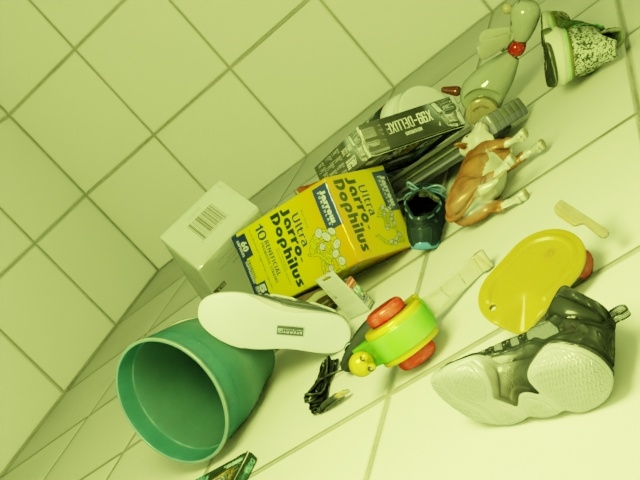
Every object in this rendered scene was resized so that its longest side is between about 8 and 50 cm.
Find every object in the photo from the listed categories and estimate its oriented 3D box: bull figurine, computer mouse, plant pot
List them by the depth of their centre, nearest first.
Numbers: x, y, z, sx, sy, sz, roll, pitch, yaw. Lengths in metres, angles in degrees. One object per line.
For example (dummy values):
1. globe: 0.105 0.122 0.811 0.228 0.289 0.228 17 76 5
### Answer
1. computer mouse: 0.065 0.203 1.699 0.262 0.060 0.184 -35 13 30
2. bull figurine: 0.341 -0.145 1.923 0.188 0.101 0.310 -26 27 39
3. plant pot: -0.231 0.274 1.956 0.272 0.271 0.255 -33 0 36

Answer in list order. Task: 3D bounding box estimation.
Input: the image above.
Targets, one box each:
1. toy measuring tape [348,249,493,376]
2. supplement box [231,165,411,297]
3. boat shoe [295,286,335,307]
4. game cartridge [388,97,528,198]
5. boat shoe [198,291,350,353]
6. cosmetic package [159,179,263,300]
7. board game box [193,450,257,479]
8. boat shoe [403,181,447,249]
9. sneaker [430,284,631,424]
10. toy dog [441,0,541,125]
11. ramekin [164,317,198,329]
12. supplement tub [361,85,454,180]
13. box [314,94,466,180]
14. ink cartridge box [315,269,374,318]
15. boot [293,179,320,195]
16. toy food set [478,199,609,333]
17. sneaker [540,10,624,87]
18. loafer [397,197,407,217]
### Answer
1. toy measuring tape: 0.179 0.114 1.563 0.330 0.121 0.121 -36 10 -20
2. supplement box: 0.000 0.000 2.129 0.195 0.194 0.356 -16 -10 -44
3. boat shoe: -0.036 0.170 2.053 0.095 0.095 0.257 -30 -6 42
4. game cartridge: 0.304 -0.203 2.231 0.355 0.068 0.230 -33 -5 35
5. boat shoe: -0.091 0.154 1.893 0.102 0.301 0.108 -108 25 -78
6. cosmetic package: -0.223 0.053 2.396 0.217 0.156 0.385 -46 -31 -13
7. board game box: -0.202 0.460 1.723 0.186 0.026 0.126 -34 14 33
8. boat shoe: 0.229 -0.073 2.024 0.109 0.089 0.258 -8 26 4
9. sneaker: 0.268 0.144 1.203 0.269 0.101 0.153 -18 26 49
10. toy dog: 0.413 -0.446 2.379 0.220 0.161 0.333 -40 -29 -82
11. ramekin: -0.271 0.280 2.156 0.207 0.207 0.109 -48 23 -26
12. supplement tub: 0.211 -0.267 2.481 0.191 0.191 0.272 -50 7 -32
13. box: 0.148 -0.209 2.134 0.242 0.076 0.307 -20 -5 -22
14. ink cartridge box: 0.050 0.104 1.951 0.063 0.115 0.029 -30 18 44
15. boot: -0.020 -0.126 2.521 0.085 0.059 0.158 -42 17 0
16. toy food set: 0.332 0.056 1.394 0.218 0.071 0.128 -46 37 -7
17. sneaker: 0.604 -0.446 2.199 0.182 0.158 0.410 -5 22 15
18. loafer: 0.204 -0.072 2.227 0.148 0.050 0.056 -33 9 29
